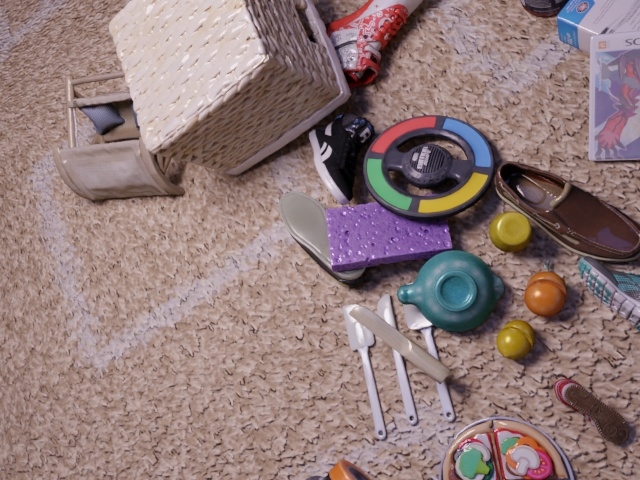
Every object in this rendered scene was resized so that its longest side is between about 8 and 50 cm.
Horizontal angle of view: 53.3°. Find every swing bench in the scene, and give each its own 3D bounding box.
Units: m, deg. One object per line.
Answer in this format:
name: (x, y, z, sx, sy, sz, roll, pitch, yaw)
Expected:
swing bench: (-0.432, -0.228, 1.401, 0.254, 0.165, 0.254, -3, 72, 23)

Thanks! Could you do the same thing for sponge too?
sponge: (0.117, -0.015, 1.115, 0.210, 0.031, 0.117, -8, 58, 3)

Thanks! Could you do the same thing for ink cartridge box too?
ink cartridge box: (0.521, -0.372, 1.070, 0.191, 0.082, 0.139, 39, 91, 27)

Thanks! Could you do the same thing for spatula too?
spatula: (0.135, 0.201, 1.085, 0.168, 0.019, 0.241, -19, 66, 16)

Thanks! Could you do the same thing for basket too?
basket: (-0.182, -0.346, 1.217, 0.331, 0.267, 0.328, -30, 72, 29)

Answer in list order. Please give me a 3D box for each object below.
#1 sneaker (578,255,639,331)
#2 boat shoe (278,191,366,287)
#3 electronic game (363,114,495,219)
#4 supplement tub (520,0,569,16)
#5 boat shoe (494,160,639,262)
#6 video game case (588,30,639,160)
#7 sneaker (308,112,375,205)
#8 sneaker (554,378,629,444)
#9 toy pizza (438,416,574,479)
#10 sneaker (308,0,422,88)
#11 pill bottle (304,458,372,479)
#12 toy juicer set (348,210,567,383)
sneaker: (0.471, 0.075, 0.964, 0.076, 0.065, 0.166, -40, 64, -11)
boat shoe: (0.000, 0.000, 1.182, 0.081, 0.068, 0.227, -35, 61, -12)
electronic game: (0.190, -0.133, 1.127, 0.230, 0.048, 0.229, -6, 58, 9)
supplement tub: (0.388, -0.486, 1.102, 0.106, 0.198, 0.105, -8, 69, 21)
boat shoe: (0.387, -0.049, 1.013, 0.258, 0.095, 0.095, 31, 87, 29)
video game case: (0.521, -0.228, 1.000, 0.184, 0.023, 0.201, 1, 105, 24)
sneaker: (0.052, -0.168, 1.183, 0.121, 0.079, 0.216, -31, 43, 13)
sneaker: (0.398, 0.249, 0.944, 0.118, 0.067, 0.042, 42, 90, -1)
toy pizza: (0.275, 0.368, 0.958, 0.202, 0.032, 0.201, -8, 70, 22)
sneaker: (0.112, -0.400, 1.260, 0.270, 0.090, 0.144, -25, 65, 18)
pill bottle: (-0.013, 0.464, 0.999, 0.130, 0.130, 0.245, 41, 91, 29)
toy juicer set: (0.240, 0.114, 1.040, 0.329, 0.089, 0.209, -34, 80, 7)
